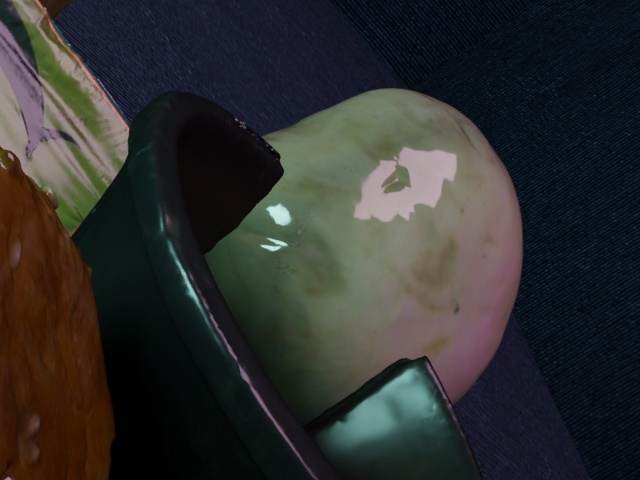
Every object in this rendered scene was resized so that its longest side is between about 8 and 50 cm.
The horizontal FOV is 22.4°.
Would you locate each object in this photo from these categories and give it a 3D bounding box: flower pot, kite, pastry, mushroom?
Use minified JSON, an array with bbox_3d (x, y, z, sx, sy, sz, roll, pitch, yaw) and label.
[{"bbox_3d":[-0.083,0.127,1.021,0.379,0.251,0.379,54,14,-19],"label":"flower pot"},{"bbox_3d":[-0.270,-0.069,1.015,0.377,0.013,0.327,18,65,-30],"label":"kite"},{"bbox_3d":[-0.212,0.095,0.755,0.284,0.184,0.315,-79,164,-54],"label":"pastry"},{"bbox_3d":[0.014,0.007,1.513,0.353,0.353,0.325,61,-1,18],"label":"mushroom"}]

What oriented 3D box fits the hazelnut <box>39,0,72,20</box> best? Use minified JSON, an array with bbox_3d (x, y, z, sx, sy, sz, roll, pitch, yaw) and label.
[{"bbox_3d":[-0.298,-0.213,1.194,0.261,0.261,0.241,21,63,-67],"label":"hazelnut"}]
